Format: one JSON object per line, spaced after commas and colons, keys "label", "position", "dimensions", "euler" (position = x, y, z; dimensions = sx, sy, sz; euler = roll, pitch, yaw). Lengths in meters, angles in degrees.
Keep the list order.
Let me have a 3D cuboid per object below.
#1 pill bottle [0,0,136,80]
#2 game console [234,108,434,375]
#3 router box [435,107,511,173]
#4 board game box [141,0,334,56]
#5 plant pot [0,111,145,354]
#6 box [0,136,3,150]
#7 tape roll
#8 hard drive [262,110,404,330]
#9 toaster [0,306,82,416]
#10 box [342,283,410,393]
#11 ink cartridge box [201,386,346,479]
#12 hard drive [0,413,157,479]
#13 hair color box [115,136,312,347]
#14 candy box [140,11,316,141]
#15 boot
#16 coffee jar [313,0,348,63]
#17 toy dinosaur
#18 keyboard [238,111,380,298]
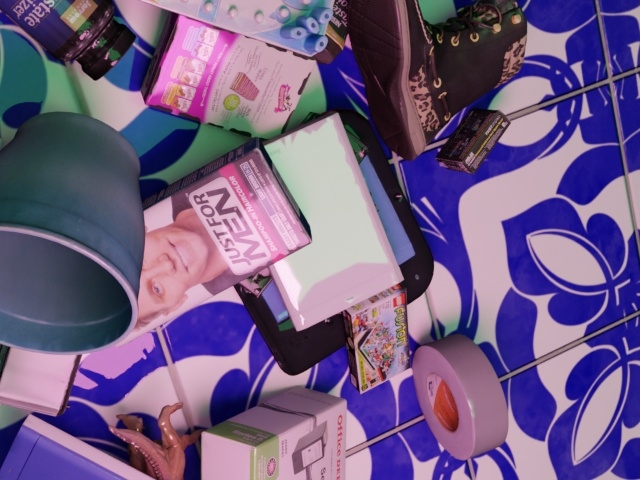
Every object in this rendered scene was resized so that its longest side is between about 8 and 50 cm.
{"label": "pill bottle", "position": [-0.380, -0.340, 1.359], "dimensions": [0.219, 0.123, 0.122], "euler": [42, 81, -24]}
{"label": "game console", "position": [0.000, 0.000, 1.628], "dimensions": [0.342, 0.060, 0.386], "euler": [-33, 111, -16]}
{"label": "router box", "position": [0.276, -0.181, 1.699], "dimensions": [0.038, 0.092, 0.122], "euler": [39, 83, -25]}
{"label": "board game box", "position": [-0.110, -0.502, 1.336], "dimensions": [0.390, 0.050, 0.389], "euler": [13, 98, -29]}
{"label": "plant pot", "position": [-0.354, -0.025, 1.262], "dimensions": [0.272, 0.272, 0.255], "euler": [30, 45, -26]}
{"label": "box", "position": [-0.595, -0.050, 1.313], "dimensions": [0.231, 0.127, 0.261], "euler": [12, 94, -25]}
{"label": "tape roll", "position": [0.250, 0.283, 1.703], "dimensions": [0.072, 0.219, 0.219], "euler": [-16, 106, -19]}
{"label": "hard drive", "position": [-0.009, -0.030, 1.540], "dimensions": [0.203, 0.040, 0.307], "euler": [-25, 106, -10]}
{"label": "toaster", "position": [-0.423, 0.169, 1.411], "dimensions": [0.110, 0.168, 0.185], "euler": [17, 91, -23]}
{"label": "box", "position": [0.101, 0.173, 1.672], "dimensions": [0.114, 0.036, 0.207], "euler": [-25, 133, -18]}
{"label": "ink cartridge box", "position": [-0.071, 0.381, 1.564], "dimensions": [0.273, 0.115, 0.198], "euler": [-15, 109, -56]}
{"label": "hard drive", "position": [-0.338, 0.407, 1.440], "dimensions": [0.319, 0.040, 0.210], "euler": [30, 128, -6]}
{"label": "hair color box", "position": [-0.204, 0.003, 1.443], "dimensions": [0.347, 0.105, 0.173], "euler": [-29, 106, 5]}
{"label": "candy box", "position": [-0.146, -0.261, 1.481], "dimensions": [0.234, 0.071, 0.159], "euler": [16, 115, -25]}
{"label": "boot", "position": [0.204, -0.342, 1.569], "dimensions": [0.284, 0.138, 0.377], "euler": [-35, 136, -18]}
{"label": "coffee jar", "position": [0.025, -0.388, 1.555], "dimensions": [0.096, 0.079, 0.184], "euler": [34, 85, -25]}
{"label": "toy dinosaur", "position": [-0.255, 0.382, 1.497], "dimensions": [0.127, 0.295, 0.200], "euler": [-6, 62, 1]}
{"label": "keyboard", "position": [-0.029, -0.042, 1.569], "dimensions": [0.201, 0.033, 0.317], "euler": [38, 90, -18]}
